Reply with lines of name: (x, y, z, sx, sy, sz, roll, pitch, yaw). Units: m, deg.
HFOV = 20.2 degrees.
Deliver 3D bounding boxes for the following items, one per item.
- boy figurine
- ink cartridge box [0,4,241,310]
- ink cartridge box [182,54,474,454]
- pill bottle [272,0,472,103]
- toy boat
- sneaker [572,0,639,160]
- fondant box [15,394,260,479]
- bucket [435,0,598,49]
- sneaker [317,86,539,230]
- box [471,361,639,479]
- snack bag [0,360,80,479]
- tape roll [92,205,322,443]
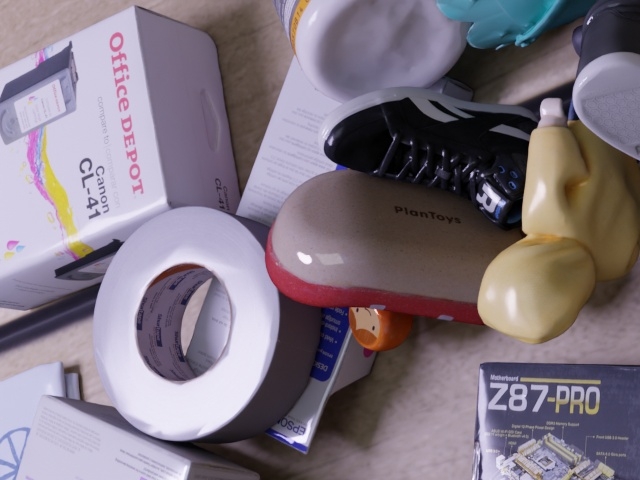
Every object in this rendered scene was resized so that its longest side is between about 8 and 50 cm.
boy figurine: (0.219, -0.034, 1.490, 0.092, 0.177, 0.285, 6, 64, 41)
ink cartridge box: (-0.250, -0.079, 1.849, 0.306, 0.131, 0.226, -22, 70, 31)
ink cartridge box: (0.000, 0.000, 1.704, 0.176, 0.069, 0.371, 23, 93, 34)
pill bottle: (0.023, -0.265, 1.646, 0.162, 0.162, 0.278, -42, 44, 21)
toy boat: (0.062, 0.034, 1.583, 0.151, 0.231, 0.151, -98, 21, -53)
sneaker: (0.314, -0.095, 1.420, 0.104, 0.296, 0.147, -37, 31, 34)
fondant box: (-0.210, 0.337, 1.705, 0.238, 0.096, 0.330, 17, 90, 45)
bucket: (0.191, -0.313, 1.512, 0.183, 0.281, 0.281, -13, 75, 28)
sneaker: (0.114, -0.065, 1.539, 0.121, 0.217, 0.079, -115, 33, -43)
box: (0.304, 0.259, 1.434, 0.395, 0.097, 0.318, -2, 83, 34)
snack bag: (-0.377, 0.325, 1.922, 0.342, 0.037, 0.323, -20, 71, 30)
tape roll: (-0.108, 0.080, 1.684, 0.219, 0.072, 0.219, -6, 79, 32)
